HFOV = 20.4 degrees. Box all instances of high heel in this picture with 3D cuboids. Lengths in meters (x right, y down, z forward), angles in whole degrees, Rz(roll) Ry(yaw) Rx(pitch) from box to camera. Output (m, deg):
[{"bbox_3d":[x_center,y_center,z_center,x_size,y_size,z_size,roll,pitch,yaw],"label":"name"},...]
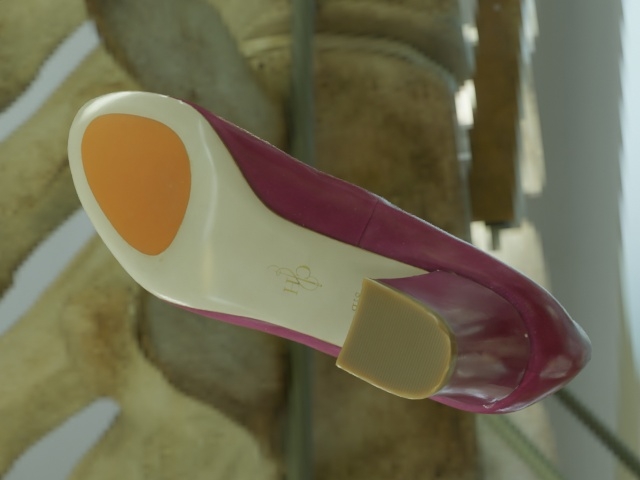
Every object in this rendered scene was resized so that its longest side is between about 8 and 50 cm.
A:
[{"bbox_3d":[0.000,0.000,0.762,0.117,0.244,0.082,4,-73,-52],"label":"high heel"}]
